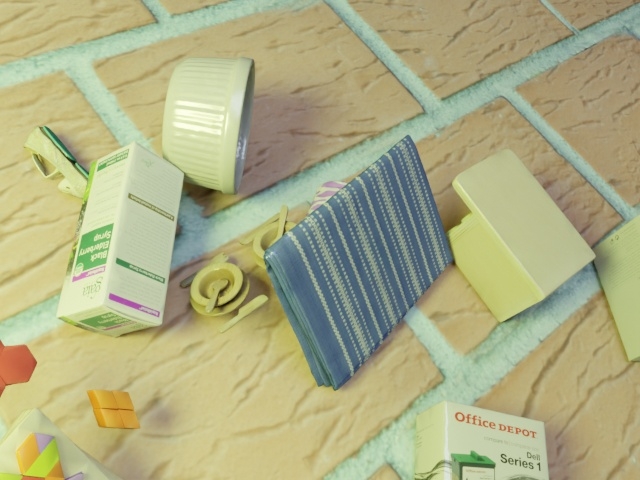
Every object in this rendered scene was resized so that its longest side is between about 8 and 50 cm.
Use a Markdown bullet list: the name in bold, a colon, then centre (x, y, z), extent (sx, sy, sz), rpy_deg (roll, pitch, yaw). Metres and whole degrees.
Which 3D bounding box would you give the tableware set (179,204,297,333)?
- **tableware set**: centre (-0.100, 0.031, 0.849), extent (0.194, 0.039, 0.128), rpy_deg (-36, 49, -17)

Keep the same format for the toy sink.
- **toy sink**: centre (0.307, -0.009, 1.021), extent (0.153, 0.131, 0.234), rpy_deg (-29, 78, -31)

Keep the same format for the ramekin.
- **ramekin**: centre (-0.166, -0.178, 0.916), extent (0.109, 0.207, 0.207), rpy_deg (9, 57, -4)

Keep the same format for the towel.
- **towel**: centre (0.070, 0.027, 0.890), extent (0.336, 0.040, 0.243), rpy_deg (-41, 121, -34)

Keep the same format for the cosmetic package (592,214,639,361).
- **cosmetic package**: centre (0.641, 0.091, 1.073), extent (0.224, 0.138, 0.224), rpy_deg (5, 58, -17)

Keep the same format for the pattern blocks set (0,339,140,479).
- **pattern blocks set**: centre (-0.269, 0.267, 0.597), extent (0.325, 0.026, 0.285), rpy_deg (46, 42, -34)

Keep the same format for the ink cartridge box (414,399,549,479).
- **ink cartridge box**: centre (0.212, 0.338, 0.799), extent (0.160, 0.092, 0.219), rpy_deg (15, 57, -11)

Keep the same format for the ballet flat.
- **ballet flat**: centre (-0.373, -0.098, 0.891), extent (0.052, 0.057, 0.168), rpy_deg (-45, 76, -4)

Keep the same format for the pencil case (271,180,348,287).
- **pencil case**: centre (0.000, 0.000, 0.939), extent (0.086, 0.088, 0.206), rpy_deg (52, 48, -31)

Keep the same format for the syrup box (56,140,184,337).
- **syrup box**: centre (-0.261, 0.000, 0.806), extent (0.096, 0.093, 0.236), rpy_deg (34, 49, -45)
